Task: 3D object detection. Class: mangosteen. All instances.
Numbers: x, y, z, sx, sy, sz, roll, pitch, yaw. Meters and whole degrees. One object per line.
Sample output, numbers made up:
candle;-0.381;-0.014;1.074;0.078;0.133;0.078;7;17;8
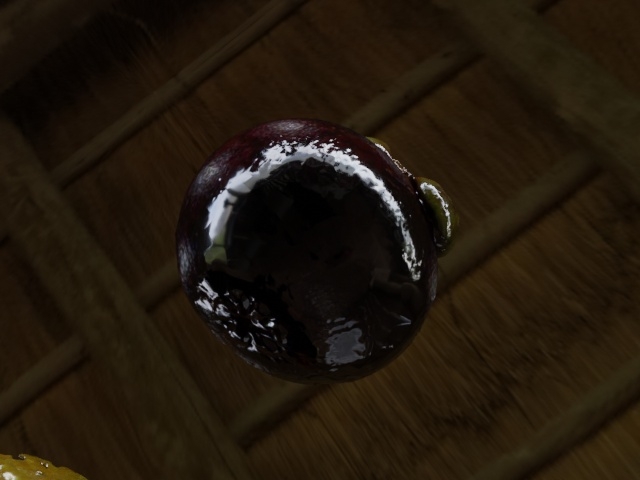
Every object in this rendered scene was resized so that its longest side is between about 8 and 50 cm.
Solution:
mangosteen;0.000;0.000;0.808;0.152;0.152;0.152;-1;-84;-6

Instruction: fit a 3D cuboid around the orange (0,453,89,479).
orange;-0.222;0.255;0.807;0.334;0.196;0.262;-11;-81;30
